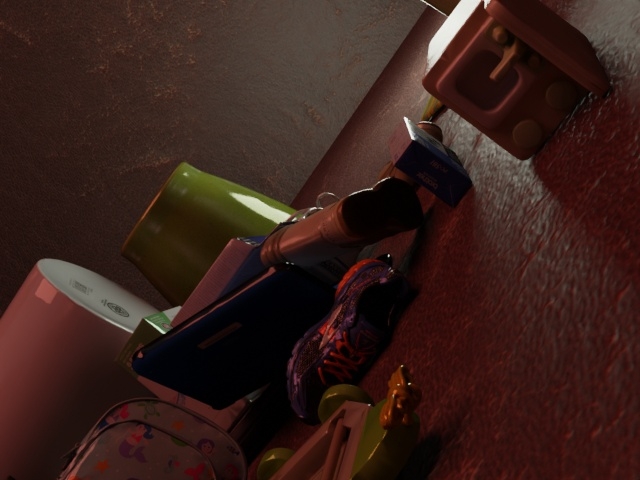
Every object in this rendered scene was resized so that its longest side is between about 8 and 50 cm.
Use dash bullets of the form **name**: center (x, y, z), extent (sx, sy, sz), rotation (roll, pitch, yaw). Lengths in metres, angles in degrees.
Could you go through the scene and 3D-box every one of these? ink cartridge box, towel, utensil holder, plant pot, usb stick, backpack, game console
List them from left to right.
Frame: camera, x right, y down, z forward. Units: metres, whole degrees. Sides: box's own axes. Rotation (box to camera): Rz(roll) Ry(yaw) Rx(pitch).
- **utensil holder**: center (-0.465, 0.272, 1.701), extent (0.385, 0.328, 0.327), rotation (-58, 7, 3)
- **backpack**: center (-0.210, 0.318, 1.137), extent (0.253, 0.225, 0.191), rotation (-57, -10, -39)
- **ink cartridge box**: center (-0.193, 0.209, 1.492), extent (0.093, 0.212, 0.154), rotation (-56, -10, 10)
- **plant pot**: center (-0.213, 0.025, 1.990), extent (0.366, 0.353, 0.366), rotation (-54, 8, 11)
- **ink cartridge box**: center (-0.107, 0.043, 1.424), extent (0.224, 0.045, 0.223), rotation (-51, -11, 11)
- **usb stick**: center (-0.102, 0.278, 1.373), extent (0.278, 0.045, 0.077), rotation (-53, 9, 24)
- **game console**: center (-0.075, 0.094, 1.298), extent (0.293, 0.250, 0.173), rotation (-33, 44, 27)
- **ink cartridge box**: center (0.146, -0.111, 1.297), extent (0.046, 0.097, 0.207), rotation (-54, 7, 14)
- **towel**: center (0.258, -0.298, 1.713), extent (0.237, 0.021, 0.102), rotation (-41, 22, 59)

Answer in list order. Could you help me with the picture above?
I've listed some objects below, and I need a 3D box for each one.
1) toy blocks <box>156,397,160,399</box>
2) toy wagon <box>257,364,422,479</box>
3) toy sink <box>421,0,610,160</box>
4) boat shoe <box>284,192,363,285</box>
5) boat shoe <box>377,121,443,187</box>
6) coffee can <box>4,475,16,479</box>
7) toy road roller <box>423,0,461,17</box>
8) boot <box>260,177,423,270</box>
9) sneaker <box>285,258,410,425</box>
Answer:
- **toy blocks**: center (-0.310, 0.391, 1.820), extent (0.381, 0.191, 0.261), rotation (-52, 19, 21)
- **toy wagon**: center (-0.006, 0.244, 0.834), extent (0.344, 0.068, 0.267), rotation (-50, 9, 32)
- **toy sink**: center (0.209, -0.193, 1.051), extent (0.131, 0.153, 0.234), rotation (-52, 9, 25)
- **boat shoe**: center (-0.007, -0.005, 1.662), extent (0.156, 0.136, 0.367), rotation (-57, 11, -11)
- **boat shoe**: center (0.141, -0.112, 1.506), extent (0.190, 0.068, 0.072), rotation (118, 169, -56)
- **coffee can**: center (-0.427, 0.524, 1.464), extent (0.201, 0.275, 0.201), rotation (-54, 7, 10)
- **toy road roller**: center (0.299, -0.539, 1.859), extent (0.329, 0.202, 0.240), rotation (-53, -6, -21)
- **boot**: center (0.032, -0.016, 1.288), extent (0.165, 0.077, 0.213), rotation (-26, -5, 35)
- **sneaker**: center (0.033, 0.116, 1.113), extent (0.221, 0.083, 0.087), rotation (-63, 21, -15)
